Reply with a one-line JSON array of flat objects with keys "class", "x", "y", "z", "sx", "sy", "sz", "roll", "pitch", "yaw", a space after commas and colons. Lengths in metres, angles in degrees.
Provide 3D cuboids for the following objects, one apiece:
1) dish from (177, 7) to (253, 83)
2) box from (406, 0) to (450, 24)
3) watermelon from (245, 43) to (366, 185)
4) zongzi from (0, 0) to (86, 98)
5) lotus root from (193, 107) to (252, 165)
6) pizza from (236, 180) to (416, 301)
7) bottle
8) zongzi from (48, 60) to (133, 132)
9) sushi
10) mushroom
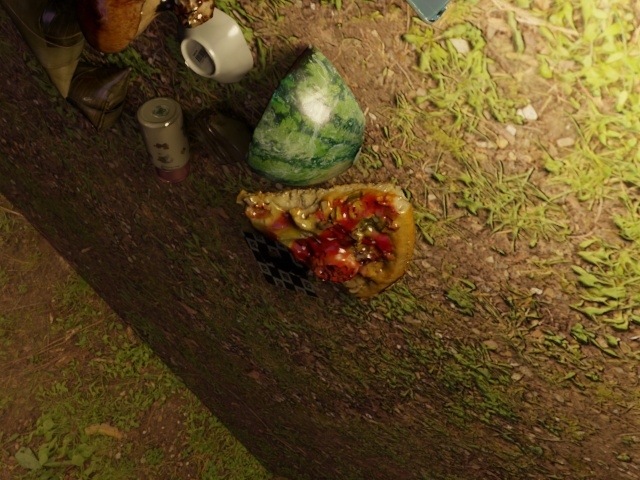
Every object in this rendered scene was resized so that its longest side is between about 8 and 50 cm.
[{"class": "dish", "x": -0.231, "y": -0.387, "z": 1.439, "sx": 0.190, "sy": 0.066, "sz": 0.191, "roll": 28, "pitch": 149, "yaw": 19}, {"class": "box", "x": 0.155, "y": -0.374, "z": 1.028, "sx": 0.099, "sy": 0.074, "sz": 0.054, "roll": 46, "pitch": 139, "yaw": -12}, {"class": "watermelon", "x": -0.034, "y": -0.221, "z": 1.383, "sx": 0.305, "sy": 0.223, "sz": 0.180, "roll": 112, "pitch": 150, "yaw": -57}, {"class": "zongzi", "x": -0.670, "y": -0.514, "z": 1.627, "sx": 0.289, "sy": 0.154, "sz": 0.317, "roll": 41, "pitch": 135, "yaw": 3}, {"class": "lotus root", "x": -0.216, "y": -0.244, "z": 1.614, "sx": 0.143, "sy": 0.070, "sz": 0.144, "roll": 10, "pitch": 144, "yaw": 50}, {"class": "pizza", "x": 0.000, "y": 0.000, "z": 1.569, "sx": 0.405, "sy": 0.130, "sz": 0.440, "roll": 16, "pitch": 149, "yaw": 3}, {"class": "bottle", "x": -0.381, "y": -0.238, "z": 1.765, "sx": 0.110, "sy": 0.110, "sz": 0.233, "roll": 27, "pitch": 149, "yaw": 20}, {"class": "zongzi", "x": -0.573, "y": -0.413, "z": 1.749, "sx": 0.221, "sy": 0.112, "sz": 0.242, "roll": 41, "pitch": 142, "yaw": -1}, {"class": "sushi", "x": -0.096, "y": 0.049, "z": 1.892, "sx": 0.215, "sy": 0.050, "sz": 0.192, "roll": 14, "pitch": 138, "yaw": 45}, {"class": "mushroom", "x": -0.365, "y": -0.485, "z": 1.344, "sx": 0.267, "sy": 0.267, "sz": 0.254, "roll": 7, "pitch": 167, "yaw": 43}]
